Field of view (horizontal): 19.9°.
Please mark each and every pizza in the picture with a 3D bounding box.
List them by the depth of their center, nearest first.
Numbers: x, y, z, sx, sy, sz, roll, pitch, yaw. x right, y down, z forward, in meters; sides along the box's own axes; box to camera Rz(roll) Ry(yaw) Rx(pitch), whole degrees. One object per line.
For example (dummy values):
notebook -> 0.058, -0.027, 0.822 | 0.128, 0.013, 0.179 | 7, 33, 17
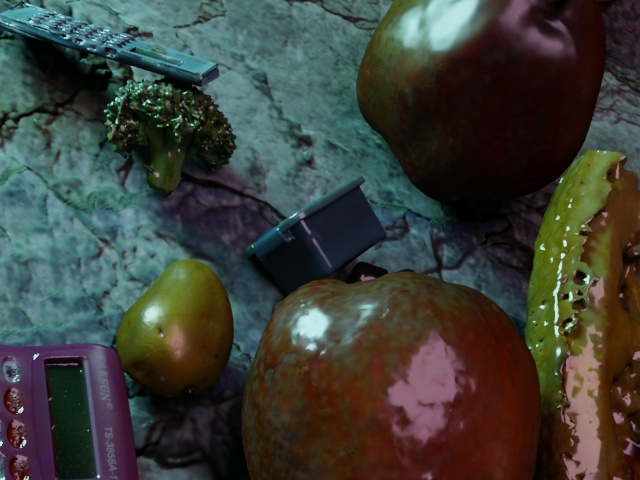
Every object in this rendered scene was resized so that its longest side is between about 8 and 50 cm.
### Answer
pizza -> 0.313, 0.169, 1.367 | 0.406, 0.130, 0.440 | 19, 63, -34

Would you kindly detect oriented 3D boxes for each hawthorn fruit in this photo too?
hawthorn fruit -> 0.049, 0.156, 1.209 | 0.210, 0.210, 0.262 | 6, 68, -30
hawthorn fruit -> 0.151, -0.150, 1.492 | 0.208, 0.248, 0.208 | 17, 53, -24

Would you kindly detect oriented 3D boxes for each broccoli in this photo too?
broccoli -> -0.115, -0.080, 1.396 | 0.095, 0.097, 0.092 | 14, 88, 5

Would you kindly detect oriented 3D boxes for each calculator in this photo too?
calculator -> -0.212, 0.118, 1.179 | 0.190, 0.034, 0.126 | 6, 52, -23
calculator -> -0.163, -0.150, 1.400 | 0.172, 0.018, 0.057 | 18, 21, 8

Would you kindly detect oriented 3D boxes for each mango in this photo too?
mango -> -0.099, 0.061, 1.280 | 0.080, 0.060, 0.114 | 24, 40, -18

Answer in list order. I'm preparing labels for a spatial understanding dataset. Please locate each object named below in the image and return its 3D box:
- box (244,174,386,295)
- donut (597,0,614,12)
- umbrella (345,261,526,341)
box -> 0.000, 0.000, 1.395 | 0.099, 0.074, 0.054 | -32, 89, -46
donut -> 0.236, -0.273, 1.792 | 0.152, 0.058, 0.152 | 17, 47, -19
umbrella -> 0.121, 0.079, 1.413 | 0.224, 0.080, 0.071 | 24, 79, -10
